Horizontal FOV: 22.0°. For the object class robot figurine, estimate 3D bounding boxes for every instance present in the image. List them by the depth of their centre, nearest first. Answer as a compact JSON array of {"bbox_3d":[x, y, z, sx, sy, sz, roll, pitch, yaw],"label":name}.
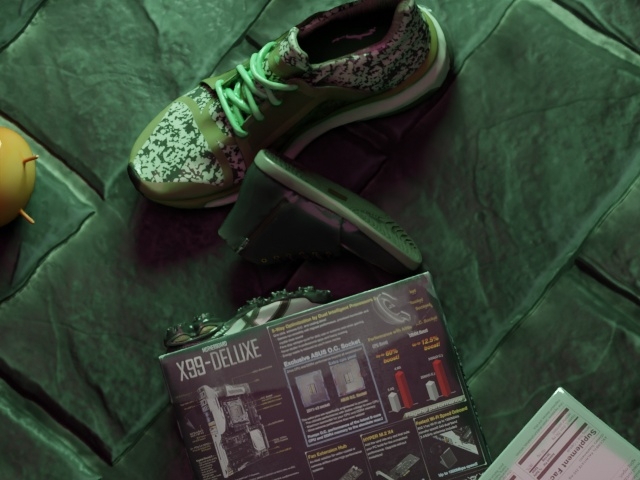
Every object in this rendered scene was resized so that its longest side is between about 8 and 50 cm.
[{"bbox_3d":[-0.431,-0.084,1.947,0.219,0.128,0.158,15,70,16],"label":"robot figurine"}]

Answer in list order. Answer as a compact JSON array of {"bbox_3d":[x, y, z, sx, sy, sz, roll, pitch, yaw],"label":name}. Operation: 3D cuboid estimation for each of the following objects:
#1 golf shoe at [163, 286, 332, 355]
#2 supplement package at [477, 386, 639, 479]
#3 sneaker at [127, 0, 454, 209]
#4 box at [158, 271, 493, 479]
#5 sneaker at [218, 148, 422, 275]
[{"bbox_3d":[-0.073,0.112,1.840,0.198,0.077,0.094,-19,84,4],"label":"golf shoe"},{"bbox_3d":[0.211,0.312,1.627,0.145,0.204,0.262,39,80,22],"label":"supplement package"},{"bbox_3d":[-0.049,-0.185,1.884,0.410,0.182,0.158,-30,67,-2],"label":"sneaker"},{"bbox_3d":[0.008,0.194,1.748,0.307,0.076,0.242,-18,82,3],"label":"box"},{"bbox_3d":[0.000,0.000,1.870,0.222,0.083,0.118,32,108,5],"label":"sneaker"}]
